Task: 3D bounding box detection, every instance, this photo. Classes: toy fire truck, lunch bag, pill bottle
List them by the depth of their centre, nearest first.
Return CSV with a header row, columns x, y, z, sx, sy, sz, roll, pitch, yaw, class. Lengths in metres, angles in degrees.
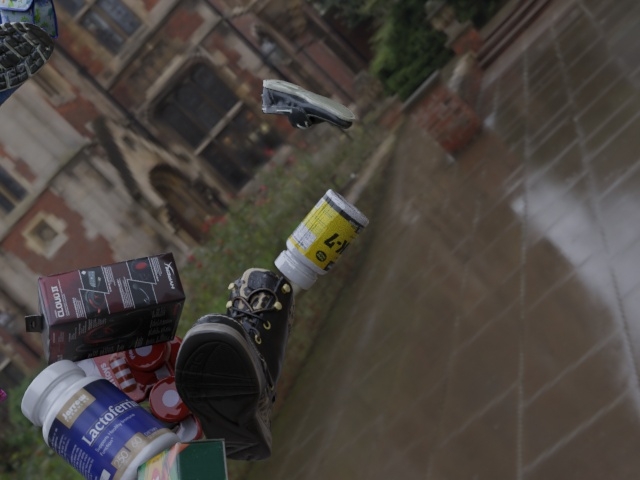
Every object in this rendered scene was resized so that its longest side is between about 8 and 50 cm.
x,y,z,sx,sy,sz,roll,pitch,yaw,class
-0.382,0.330,1.752,0.153,0.264,0.153,-46,-23,-26,pill bottle
-0.394,0.342,2.214,0.254,0.302,0.169,-31,-17,3,toy fire truck
0.000,0.000,2.247,0.208,0.119,0.119,-50,3,8,pill bottle
-0.723,-0.569,2.476,0.096,0.128,0.151,-32,-52,-53,lunch bag

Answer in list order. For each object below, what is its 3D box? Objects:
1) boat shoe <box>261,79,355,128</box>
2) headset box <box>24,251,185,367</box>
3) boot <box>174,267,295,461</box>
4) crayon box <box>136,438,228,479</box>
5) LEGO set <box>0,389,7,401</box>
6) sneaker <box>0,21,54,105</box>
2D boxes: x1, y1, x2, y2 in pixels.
x,y,z,sx,sy,sz,roll,pitch,yaw,class
-0.026,-0.263,2.056,0.084,0.233,0.079,-7,-64,-53,boat shoe
-0.430,0.141,1.984,0.293,0.110,0.218,-12,-24,-20,headset box
-0.129,0.166,1.686,0.377,0.138,0.284,76,-161,-49,boot
-0.193,0.468,1.471,0.081,0.319,0.202,2,-23,-27,crayon box
-0.723,0.296,1.911,0.227,0.087,0.093,-28,-44,-36,LEGO set
-0.674,-0.313,1.999,0.330,0.130,0.147,-36,4,-7,sneaker
